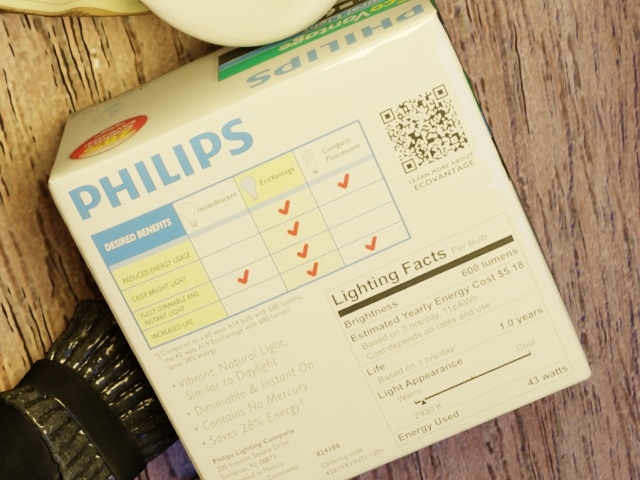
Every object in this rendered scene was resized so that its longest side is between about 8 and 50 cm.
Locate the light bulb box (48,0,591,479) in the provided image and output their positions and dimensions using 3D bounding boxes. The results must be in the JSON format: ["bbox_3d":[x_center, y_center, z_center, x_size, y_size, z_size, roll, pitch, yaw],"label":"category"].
[{"bbox_3d":[0.000,0.000,1.499,0.358,0.225,0.361,-23,110,4],"label":"light bulb box"}]

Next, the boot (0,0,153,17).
[{"bbox_3d":[-0.240,-0.300,1.480,0.262,0.095,0.203,-8,108,-46],"label":"boot"}]

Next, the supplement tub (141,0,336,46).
[{"bbox_3d":[-0.030,-0.333,1.503,0.325,0.235,0.235,-52,135,-55],"label":"supplement tub"}]

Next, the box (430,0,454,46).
[{"bbox_3d":[0.049,-0.157,1.797,0.232,0.058,0.322,-43,127,-24],"label":"box"}]

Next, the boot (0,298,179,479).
[{"bbox_3d":[-0.278,0.147,1.543,0.260,0.131,0.348,-48,138,-12],"label":"boot"}]

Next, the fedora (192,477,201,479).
[{"bbox_3d":[-0.113,0.348,1.777,0.194,0.079,0.194,-13,110,-38],"label":"fedora"}]
